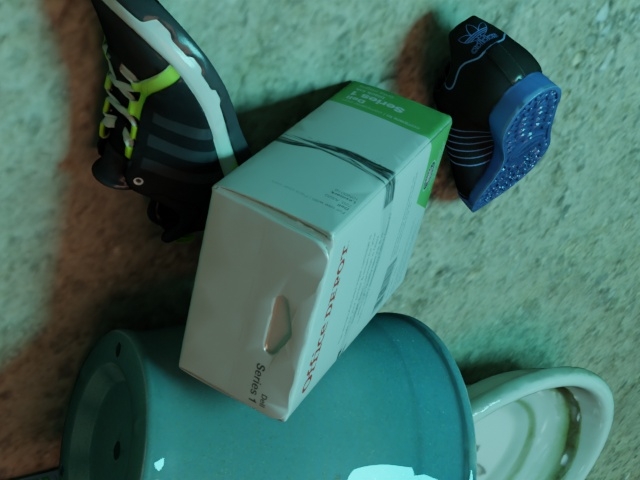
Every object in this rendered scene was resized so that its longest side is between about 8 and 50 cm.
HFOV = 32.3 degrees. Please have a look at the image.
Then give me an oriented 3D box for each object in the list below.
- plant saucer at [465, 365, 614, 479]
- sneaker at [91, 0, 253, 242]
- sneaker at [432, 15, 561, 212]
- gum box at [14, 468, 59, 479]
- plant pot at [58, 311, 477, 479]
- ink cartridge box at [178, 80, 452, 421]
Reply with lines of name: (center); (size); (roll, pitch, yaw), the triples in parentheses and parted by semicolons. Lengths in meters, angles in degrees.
plant saucer: (0.158, 0.275, 1.285); (0.400, 0.100, 0.400); (-24, 139, -22)
sneaker: (-0.108, -0.070, 0.721); (0.097, 0.084, 0.235); (-34, 142, -8)
sneaker: (0.138, -0.102, 0.918); (0.081, 0.090, 0.232); (-34, 164, -12)
gum box: (-0.295, 0.276, 0.936); (0.184, 0.041, 0.157); (-9, 133, -37)
plant pot: (-0.060, 0.173, 0.881); (0.255, 0.272, 0.272); (12, 120, -29)
ink cartridge box: (0.000, 0.000, 0.794); (0.219, 0.092, 0.160); (-43, 153, -54)
